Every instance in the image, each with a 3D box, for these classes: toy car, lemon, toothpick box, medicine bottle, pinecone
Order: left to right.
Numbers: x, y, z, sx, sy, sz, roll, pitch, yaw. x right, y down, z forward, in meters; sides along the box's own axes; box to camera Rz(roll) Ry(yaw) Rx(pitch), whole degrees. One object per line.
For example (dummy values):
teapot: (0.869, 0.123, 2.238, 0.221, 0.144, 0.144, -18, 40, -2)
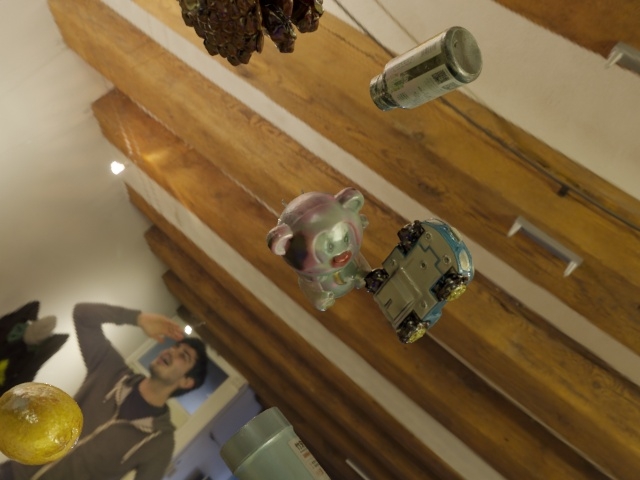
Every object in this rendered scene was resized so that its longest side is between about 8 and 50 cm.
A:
lemon: (-0.600, 0.388, 1.255, 0.207, 0.170, 0.170, 15, -37, 25)
pinecone: (-0.086, -0.386, 0.814, 0.264, 0.264, 0.264, 36, -27, 21)
toothpick box: (-0.051, 0.315, 0.793, 0.153, 0.101, 0.101, 48, -23, 18)
medicine bottle: (0.259, -0.426, 1.525, 0.293, 0.141, 0.141, -15, -64, 50)
toy car: (0.243, 0.087, 1.367, 0.198, 0.166, 0.314, 55, -48, 27)

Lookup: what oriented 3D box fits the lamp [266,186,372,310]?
lamp: (0.000, 0.000, 1.435, 0.247, 0.247, 0.301, 57, -8, 35)
